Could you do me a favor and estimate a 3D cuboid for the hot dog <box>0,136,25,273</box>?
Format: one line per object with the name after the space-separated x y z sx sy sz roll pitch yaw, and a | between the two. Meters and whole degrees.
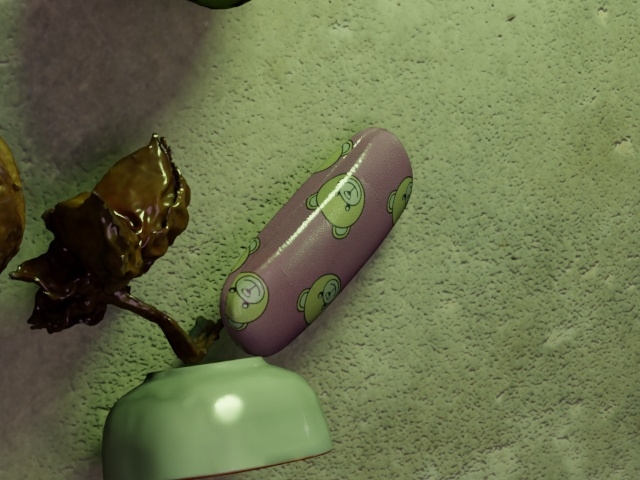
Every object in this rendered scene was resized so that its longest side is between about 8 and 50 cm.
-0.465 0.003 1.424 0.387 0.174 0.267 -33 121 -32 | hot dog

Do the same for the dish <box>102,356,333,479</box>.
-0.120 0.194 1.656 0.256 0.256 0.117 -7 86 -30 | dish

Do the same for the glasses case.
0.000 0.000 1.736 0.316 0.076 0.123 -48 134 -24 | glasses case

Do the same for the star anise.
-0.197 0.028 1.591 0.237 0.148 0.346 -52 144 -12 | star anise

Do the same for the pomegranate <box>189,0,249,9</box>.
-0.108 -0.351 1.508 0.254 0.270 0.254 0 77 -2 | pomegranate
